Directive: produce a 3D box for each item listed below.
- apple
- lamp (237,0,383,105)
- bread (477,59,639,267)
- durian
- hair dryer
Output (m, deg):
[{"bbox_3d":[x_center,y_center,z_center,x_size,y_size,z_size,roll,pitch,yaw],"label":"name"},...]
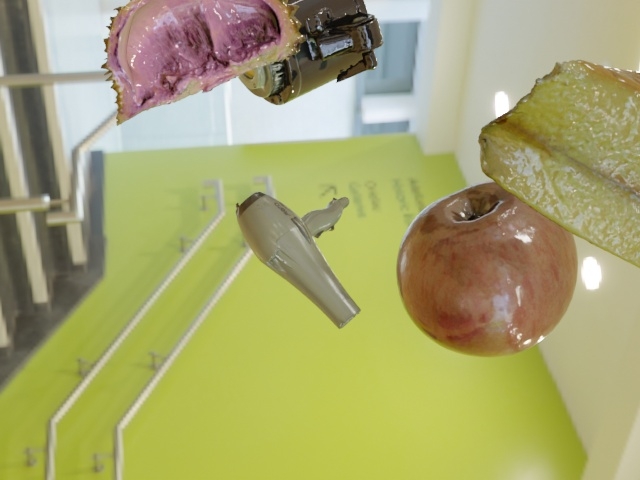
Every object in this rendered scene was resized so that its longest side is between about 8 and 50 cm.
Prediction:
[{"bbox_3d":[0.289,0.035,1.732,0.344,0.345,0.269,-104,-168,-53],"label":"apple"},{"bbox_3d":[-0.047,-0.391,1.928,0.374,0.272,0.205,-127,-162,-67],"label":"lamp"},{"bbox_3d":[0.402,-0.087,1.322,0.233,0.362,0.245,-55,-126,30],"label":"bread"},{"bbox_3d":[-0.197,-0.325,1.560,0.191,0.341,0.112,67,-11,-12],"label":"durian"},{"bbox_3d":[0.004,0.026,1.418,0.088,0.225,0.219,-44,-117,35],"label":"hair dryer"}]
